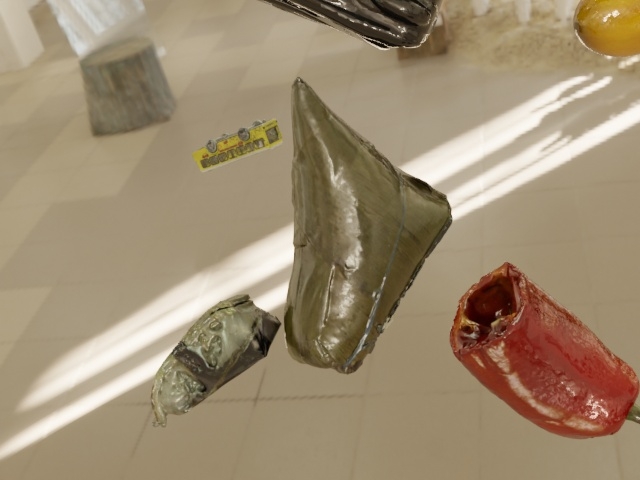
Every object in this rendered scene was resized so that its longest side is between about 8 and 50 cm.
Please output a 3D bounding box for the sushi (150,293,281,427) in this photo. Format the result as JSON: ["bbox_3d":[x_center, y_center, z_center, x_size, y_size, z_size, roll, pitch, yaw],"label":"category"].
[{"bbox_3d":[-0.205,0.195,1.369,0.273,0.109,0.134,-36,7,13],"label":"sushi"}]

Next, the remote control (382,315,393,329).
[{"bbox_3d":[0.028,0.136,1.471,0.190,0.029,0.087,9,27,30],"label":"remote control"}]

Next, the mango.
[{"bbox_3d":[0.416,-0.311,1.079,0.219,0.145,0.112,-23,59,-19],"label":"mango"}]

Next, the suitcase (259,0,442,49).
[{"bbox_3d":[-0.016,-0.355,0.965,0.345,0.188,0.339,19,12,-5],"label":"suitcase"}]

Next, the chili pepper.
[{"bbox_3d":[0.308,0.174,1.000,0.131,0.338,0.134,-46,20,24],"label":"chili pepper"}]

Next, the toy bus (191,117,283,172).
[{"bbox_3d":[-0.201,-0.227,1.961,0.226,0.074,0.081,-15,12,32],"label":"toy bus"}]

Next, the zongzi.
[{"bbox_3d":[0.000,0.000,1.267,0.174,0.393,0.356,20,78,46],"label":"zongzi"}]
